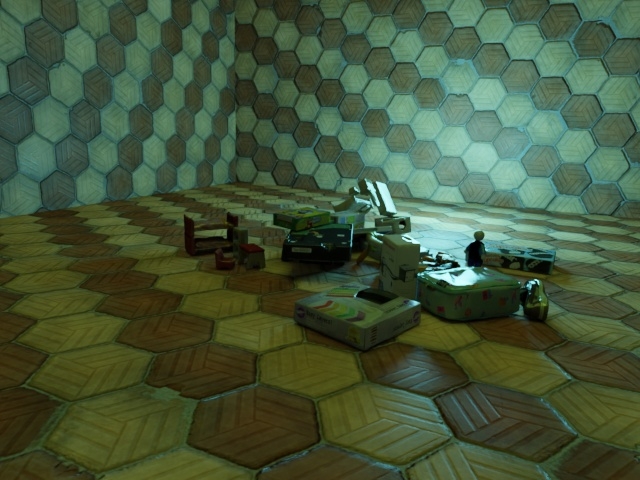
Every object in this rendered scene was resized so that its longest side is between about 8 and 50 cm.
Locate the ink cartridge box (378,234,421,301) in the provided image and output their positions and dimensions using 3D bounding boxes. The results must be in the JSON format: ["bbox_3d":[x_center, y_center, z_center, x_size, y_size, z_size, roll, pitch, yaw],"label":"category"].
[{"bbox_3d":[0.243,0.087,1.483,0.082,0.190,0.139,-1,13,-11],"label":"ink cartridge box"}]

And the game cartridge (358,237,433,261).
[{"bbox_3d":[0.297,0.039,1.994,0.198,0.062,0.297,-9,17,-25],"label":"game cartridge"}]

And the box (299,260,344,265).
[{"bbox_3d":[0.012,0.038,1.897,0.180,0.077,0.147,3,15,5],"label":"box"}]

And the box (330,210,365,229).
[{"bbox_3d":[0.115,-0.079,2.320,0.103,0.114,0.203,12,16,42],"label":"box"}]

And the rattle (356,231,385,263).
[{"bbox_3d":[0.257,0.054,1.823,0.200,0.142,0.130,18,2,-7],"label":"rattle"}]

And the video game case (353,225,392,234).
[{"bbox_3d":[0.141,-0.019,2.089,0.285,0.025,0.204,-4,-12,-26],"label":"video game case"}]

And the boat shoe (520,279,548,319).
[{"bbox_3d":[0.631,0.168,1.440,0.074,0.080,0.223,10,19,11],"label":"boat shoe"}]

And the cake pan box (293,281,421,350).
[{"bbox_3d":[0.105,0.194,1.291,0.246,0.070,0.267,17,20,42],"label":"cake pan box"}]

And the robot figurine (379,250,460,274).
[{"bbox_3d":[0.365,0.092,1.708,0.291,0.085,0.211,1,14,-3],"label":"robot figurine"}]

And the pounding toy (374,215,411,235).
[{"bbox_3d":[0.341,-0.062,2.295,0.206,0.094,0.181,-10,8,-39],"label":"pounding toy"}]

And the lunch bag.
[{"bbox_3d":[0.430,0.149,1.430,0.279,0.107,0.224,-3,14,-18],"label":"lunch bag"}]

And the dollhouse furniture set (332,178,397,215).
[{"bbox_3d":[0.189,-0.143,2.473,0.356,0.173,0.303,-29,-19,30],"label":"dollhouse furniture set"}]

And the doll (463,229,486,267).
[{"bbox_3d":[0.537,0.056,1.659,0.046,0.188,0.129,-1,14,-12],"label":"doll"}]

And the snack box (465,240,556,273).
[{"bbox_3d":[0.771,0.063,1.938,0.322,0.060,0.187,9,15,27],"label":"snack box"}]

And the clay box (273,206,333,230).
[{"bbox_3d":[-0.062,-0.089,1.864,0.127,0.053,0.222,15,21,39],"label":"clay box"}]

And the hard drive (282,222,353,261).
[{"bbox_3d":[0.000,0.000,1.761,0.237,0.064,0.339,3,16,3],"label":"hard drive"}]

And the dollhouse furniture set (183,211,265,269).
[{"bbox_3d":[-0.381,-0.003,1.856,0.201,0.152,0.374,-6,16,-31],"label":"dollhouse furniture set"}]

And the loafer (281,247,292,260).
[{"bbox_3d":[-0.122,0.034,1.931,0.062,0.061,0.170,1,13,2],"label":"loafer"}]
